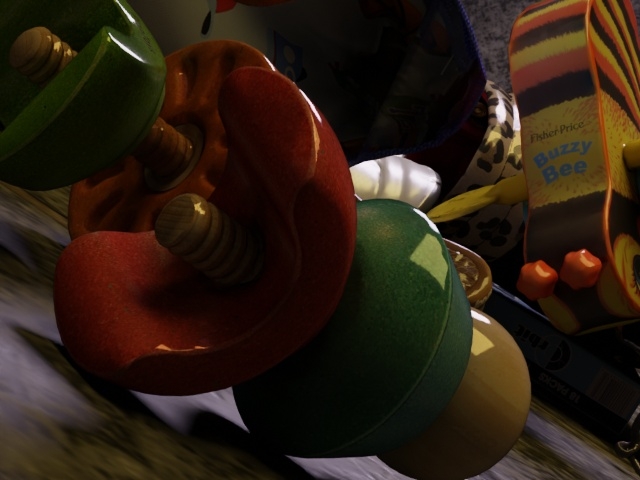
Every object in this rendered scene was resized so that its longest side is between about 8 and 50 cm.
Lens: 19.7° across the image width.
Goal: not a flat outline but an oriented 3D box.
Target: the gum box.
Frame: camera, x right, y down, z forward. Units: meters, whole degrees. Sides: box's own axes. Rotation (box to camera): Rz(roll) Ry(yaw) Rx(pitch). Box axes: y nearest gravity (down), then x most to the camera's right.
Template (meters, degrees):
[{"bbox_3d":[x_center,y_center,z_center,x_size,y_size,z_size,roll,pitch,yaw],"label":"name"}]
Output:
[{"bbox_3d":[0.161,0.075,1.361,0.157,0.041,0.184,32,4,6],"label":"gum box"}]

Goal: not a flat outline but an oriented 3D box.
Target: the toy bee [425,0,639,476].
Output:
[{"bbox_3d":[0.165,-0.015,1.041,0.162,0.195,0.298,9,47,-59],"label":"toy bee"}]

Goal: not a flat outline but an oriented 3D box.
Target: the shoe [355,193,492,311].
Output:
[{"bbox_3d":[0.000,0.000,1.052,0.219,0.076,0.058,32,-39,27],"label":"shoe"}]

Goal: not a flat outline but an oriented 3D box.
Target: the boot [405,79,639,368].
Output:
[{"bbox_3d":[0.188,-0.005,1.337,0.284,0.138,0.377,31,11,-11],"label":"boot"}]

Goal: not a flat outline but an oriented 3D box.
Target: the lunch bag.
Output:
[{"bbox_3d":[-0.114,-0.189,1.038,0.385,0.239,0.328,27,6,-20],"label":"lunch bag"}]

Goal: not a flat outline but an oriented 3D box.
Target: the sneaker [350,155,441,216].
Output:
[{"bbox_3d":[-0.006,-0.052,1.238,0.129,0.111,0.297,25,5,-11],"label":"sneaker"}]

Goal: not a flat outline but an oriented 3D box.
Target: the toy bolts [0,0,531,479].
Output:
[{"bbox_3d":[0.005,-0.029,0.621,0.158,0.218,0.228,36,19,-39],"label":"toy bolts"}]
